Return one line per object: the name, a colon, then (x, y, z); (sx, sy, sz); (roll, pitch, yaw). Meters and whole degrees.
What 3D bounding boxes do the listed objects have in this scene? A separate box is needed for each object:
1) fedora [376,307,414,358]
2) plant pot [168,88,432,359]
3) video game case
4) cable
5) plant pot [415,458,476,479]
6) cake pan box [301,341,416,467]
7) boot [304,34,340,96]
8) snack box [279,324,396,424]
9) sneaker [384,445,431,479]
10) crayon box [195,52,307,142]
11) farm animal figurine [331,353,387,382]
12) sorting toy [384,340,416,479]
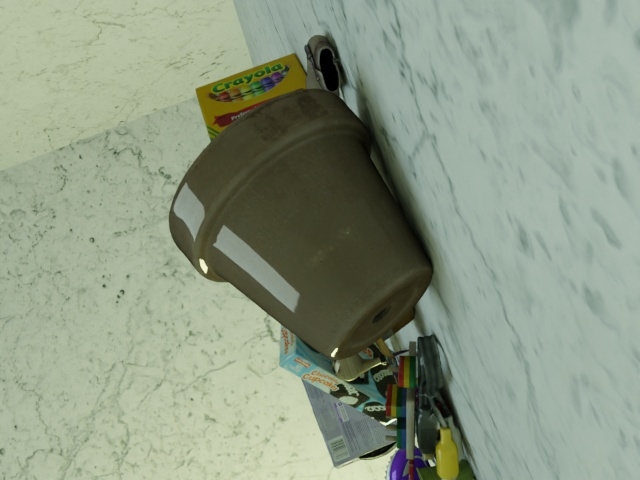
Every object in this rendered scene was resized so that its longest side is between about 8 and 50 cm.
fedora: (0.087, 0.079, 1.047); (0.194, 0.079, 0.194); (62, 179, 2)
plant pot: (0.000, 0.000, 0.785); (0.229, 0.263, 0.263); (48, 170, 22)
video game case: (0.186, 0.309, 1.318); (0.232, 0.041, 0.210); (79, 169, -80)
cable: (0.175, 0.229, 1.022); (0.139, 0.072, 0.287); (-85, -9, -54)
plant pot: (0.203, 0.384, 1.107); (0.083, 0.079, 0.083); (158, 90, -89)
cake pan box: (0.108, 0.431, 1.820); (0.070, 0.245, 0.267); (64, -178, -66)
boot: (0.007, -0.197, 0.869); (0.087, 0.042, 0.118); (-120, 8, -63)
snack box: (0.047, 0.264, 1.568); (0.322, 0.060, 0.187); (34, -149, -27)
sneaker: (0.209, 0.548, 1.348); (0.146, 0.102, 0.293); (-5, 91, 64)
crayon box: (-0.102, -0.217, 1.241); (0.081, 0.202, 0.318); (71, 176, -47)
farm animal figurine: (0.012, 0.106, 1.449); (0.327, 0.172, 0.330); (74, -178, -58)
sorting toy: (0.129, 0.259, 1.114); (0.132, 0.046, 0.275); (-77, -15, -54)
